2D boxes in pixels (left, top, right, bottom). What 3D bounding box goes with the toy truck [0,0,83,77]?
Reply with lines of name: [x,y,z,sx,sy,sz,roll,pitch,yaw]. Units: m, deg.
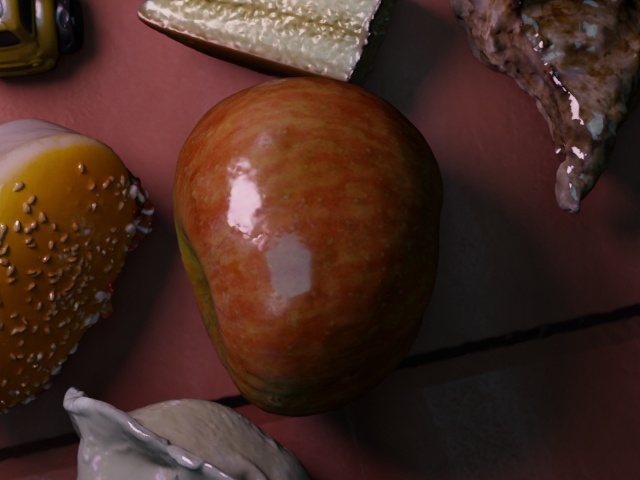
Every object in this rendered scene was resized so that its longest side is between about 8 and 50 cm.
toy truck: [-0.321,-0.280,1.413,0.147,0.165,0.224,-3,87,3]

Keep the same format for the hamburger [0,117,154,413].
hamburger: [-0.293,0.026,1.372,0.151,0.227,0.295,37,94,28]

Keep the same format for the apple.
apple: [0.000,0.000,1.327,0.250,0.277,0.309,-16,101,-13]

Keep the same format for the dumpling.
dumpling: [-0.105,0.256,1.363,0.320,0.212,0.270,14,125,-9]

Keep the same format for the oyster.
oyster: [0.244,-0.239,1.403,0.204,0.111,0.396,-25,82,0]

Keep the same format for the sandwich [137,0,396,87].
sandwich: [-0.050,-0.229,1.413,0.235,0.128,0.122,17,92,6]
